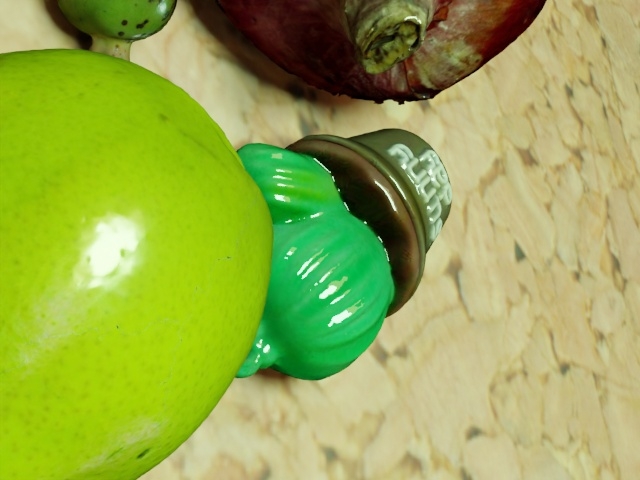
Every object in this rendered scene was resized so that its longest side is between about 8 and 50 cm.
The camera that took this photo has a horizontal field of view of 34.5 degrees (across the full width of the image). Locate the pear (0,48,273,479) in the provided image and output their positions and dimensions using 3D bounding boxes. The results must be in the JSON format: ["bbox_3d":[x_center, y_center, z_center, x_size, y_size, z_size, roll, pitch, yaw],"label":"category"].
[{"bbox_3d":[-0.126,0.024,0.417,0.219,0.187,0.187,-41,104,-28],"label":"pear"}]

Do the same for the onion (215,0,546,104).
[{"bbox_3d":[0.041,-0.183,0.632,0.252,0.252,0.219,29,43,-35],"label":"onion"}]

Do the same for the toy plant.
[{"bbox_3d":[0.000,0.000,0.608,0.200,0.105,0.143,-38,111,-43],"label":"toy plant"}]

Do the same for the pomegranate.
[{"bbox_3d":[-0.111,-0.134,0.573,0.073,0.073,0.085,1,72,-47],"label":"pomegranate"}]
